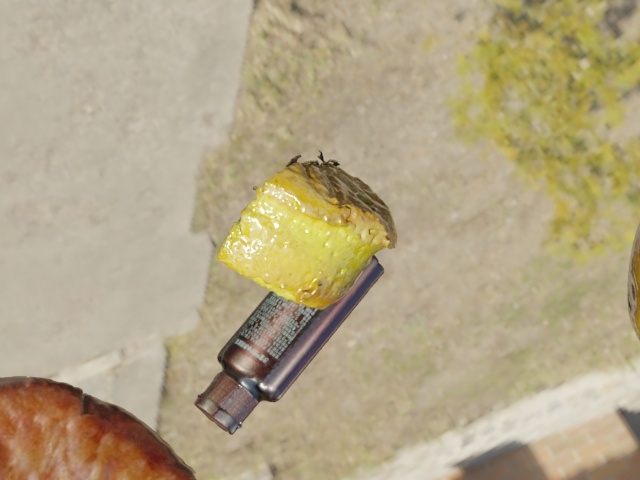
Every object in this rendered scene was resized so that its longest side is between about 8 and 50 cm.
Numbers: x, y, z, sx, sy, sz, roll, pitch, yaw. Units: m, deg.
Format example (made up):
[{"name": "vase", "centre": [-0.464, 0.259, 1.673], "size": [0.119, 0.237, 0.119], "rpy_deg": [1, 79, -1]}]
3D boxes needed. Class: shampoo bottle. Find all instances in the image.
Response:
[{"name": "shampoo bottle", "centre": [-0.050, 0.133, 1.946], "size": [0.323, 0.129, 0.084], "rpy_deg": [-51, 144, -14]}]

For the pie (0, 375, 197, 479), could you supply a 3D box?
[{"name": "pie", "centre": [-0.127, 0.155, 0.554], "size": [0.204, 0.218, 0.054], "rpy_deg": [-45, 174, -33]}]

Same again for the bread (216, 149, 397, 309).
[{"name": "bread", "centre": [0.001, -0.002, 1.567], "size": [0.160, 0.147, 0.260], "rpy_deg": [-52, 170, 6]}]

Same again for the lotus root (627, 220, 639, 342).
[{"name": "lotus root", "centre": [0.364, 0.029, 1.233], "size": [0.169, 0.141, 0.314], "rpy_deg": [3, 127, -3]}]
